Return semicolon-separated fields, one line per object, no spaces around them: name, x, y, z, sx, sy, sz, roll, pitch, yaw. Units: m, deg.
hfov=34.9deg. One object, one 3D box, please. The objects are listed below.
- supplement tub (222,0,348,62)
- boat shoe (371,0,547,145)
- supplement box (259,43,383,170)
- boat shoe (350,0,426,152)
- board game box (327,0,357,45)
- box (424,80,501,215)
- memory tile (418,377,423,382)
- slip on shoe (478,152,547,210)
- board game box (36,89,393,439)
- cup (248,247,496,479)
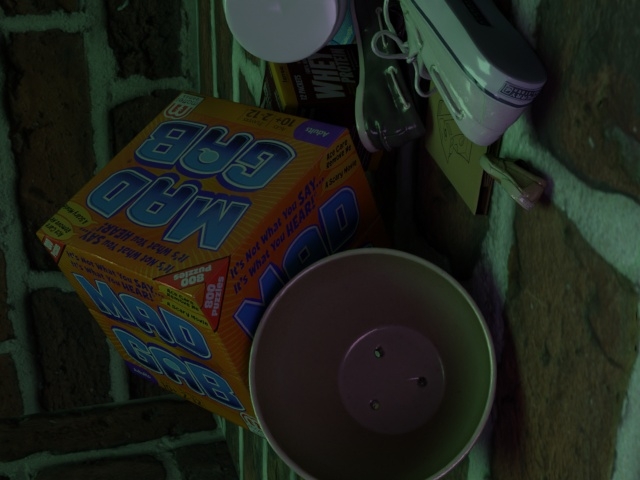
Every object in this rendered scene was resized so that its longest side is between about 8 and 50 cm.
supplement tub;-0.050;-0.394;1.598;0.272;0.191;0.191;-83;-6;-65
boat shoe;0.149;-0.253;1.285;0.156;0.136;0.367;-60;42;37
supplement box;0.007;-0.218;1.716;0.191;0.194;0.129;105;154;-54
boat shoe;0.106;-0.289;1.545;0.112;0.096;0.335;40;-136;-60
board game box;0.031;-0.377;1.887;0.281;0.027;0.145;123;140;-67
box;0.193;-0.153;1.396;0.201;0.021;0.164;-117;26;-51
memory tile;0.143;0.222;1.735;0.148;0.012;0.113;-178;83;-75
slip on shoe;0.235;-0.081;1.239;0.041;0.051;0.135;-49;21;12
board game box;-0.141;0.033;1.614;0.356;0.356;0.356;18;145;37
cup;0.089;0.191;1.453;0.237;0.331;0.331;40;-140;-74
